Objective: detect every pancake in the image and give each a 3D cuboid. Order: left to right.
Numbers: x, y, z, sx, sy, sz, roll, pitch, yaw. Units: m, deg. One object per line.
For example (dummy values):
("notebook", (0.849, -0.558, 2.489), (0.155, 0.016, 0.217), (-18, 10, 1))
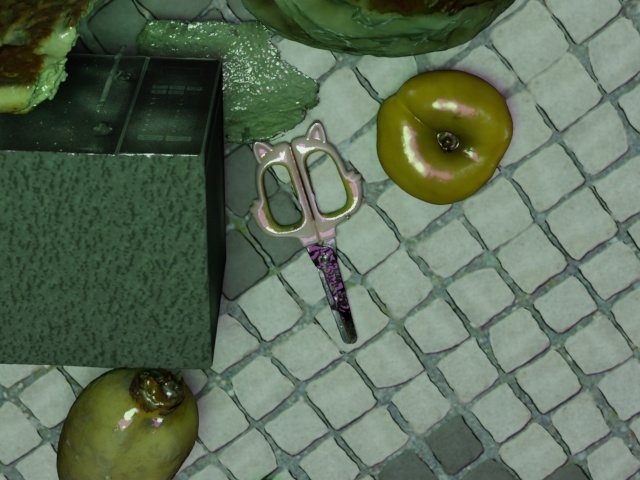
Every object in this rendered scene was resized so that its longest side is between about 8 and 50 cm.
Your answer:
("pancake", (-0.395, -0.283, 1.117), (0.427, 0.305, 0.067), (26, 151, 28))

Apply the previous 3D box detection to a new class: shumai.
("shumai", (0.076, -0.356, 1.109), (0.397, 0.323, 0.324), (4, 107, -3))

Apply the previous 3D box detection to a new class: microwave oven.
("microwave oven", (-0.338, -0.032, 1.188), (0.432, 0.236, 0.374), (2, 127, -1))

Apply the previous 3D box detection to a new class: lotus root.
("lotus root", (-0.249, 0.248, 1.297), (0.169, 0.151, 0.343), (7, 142, -21))

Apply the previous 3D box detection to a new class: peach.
("peach", (0.158, -0.137, 1.281), (0.179, 0.103, 0.179), (0, 103, 1))

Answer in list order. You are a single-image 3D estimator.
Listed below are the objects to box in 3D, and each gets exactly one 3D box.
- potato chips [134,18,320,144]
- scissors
("potato chips", (-0.124, -0.214, 1.279), (0.228, 0.059, 0.167), (44, 94, -7))
("scissors", (0.000, 0.000, 1.355), (0.160, 0.024, 0.317), (-17, 105, 3))
